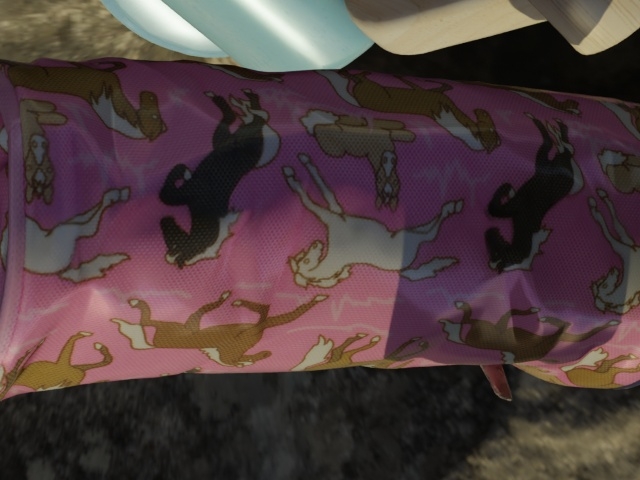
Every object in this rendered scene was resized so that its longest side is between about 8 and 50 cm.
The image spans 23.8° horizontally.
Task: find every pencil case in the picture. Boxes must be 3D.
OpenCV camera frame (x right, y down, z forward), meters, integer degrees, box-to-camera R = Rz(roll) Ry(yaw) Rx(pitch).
[{"bbox_3d":[0.000,0.000,0.734,0.386,0.160,0.167,2,95,-29],"label":"pencil case"}]

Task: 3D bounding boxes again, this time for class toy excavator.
[{"bbox_3d":[0.017,-0.217,1.064,0.433,0.445,0.222,-32,133,26],"label":"toy excavator"}]
